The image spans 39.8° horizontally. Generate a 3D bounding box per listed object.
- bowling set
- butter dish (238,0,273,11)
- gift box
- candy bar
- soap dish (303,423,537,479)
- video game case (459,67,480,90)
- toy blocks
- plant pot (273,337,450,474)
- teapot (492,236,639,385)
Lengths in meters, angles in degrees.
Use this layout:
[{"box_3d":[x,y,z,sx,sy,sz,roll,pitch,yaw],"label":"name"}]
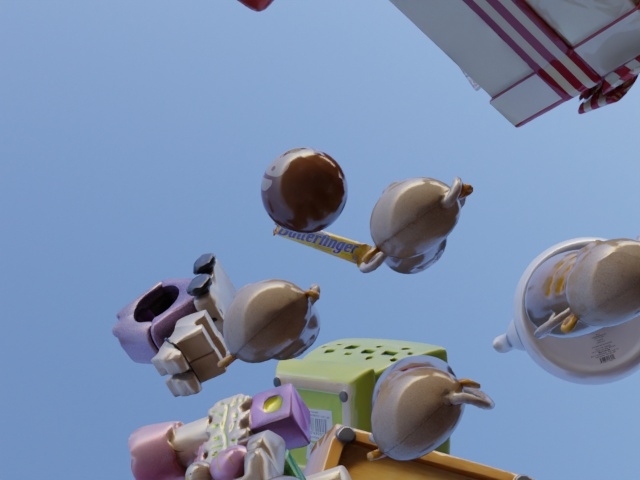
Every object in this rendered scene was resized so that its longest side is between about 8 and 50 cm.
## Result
[{"box_3d":[0.013,0.035,0.481,0.287,0.154,0.200,-39,-98,0],"label":"bowling set"},{"box_3d":[-0.086,-0.339,0.873,0.159,0.118,0.160,28,-78,-45],"label":"butter dish"},{"box_3d":[0.257,-0.287,0.903,0.258,0.276,0.255,41,-114,-13],"label":"gift box"},{"box_3d":[0.000,0.000,1.411,0.161,0.018,0.040,20,-89,1],"label":"candy bar"},{"box_3d":[0.104,0.334,0.973,0.290,0.118,0.229,14,-142,8],"label":"soap dish"},{"box_3d":[0.281,-0.341,1.585,0.011,0.087,0.122,10,-135,-48],"label":"video game case"},{"box_3d":[-0.142,0.238,0.717,0.289,0.260,0.309,-88,-26,-58],"label":"toy blocks"},{"box_3d":[0.055,0.280,1.400,0.207,0.228,0.227,-2,-90,-47],"label":"plant pot"},{"box_3d":[0.443,0.118,1.445,0.256,0.187,0.253,26,-92,20],"label":"teapot"}]
